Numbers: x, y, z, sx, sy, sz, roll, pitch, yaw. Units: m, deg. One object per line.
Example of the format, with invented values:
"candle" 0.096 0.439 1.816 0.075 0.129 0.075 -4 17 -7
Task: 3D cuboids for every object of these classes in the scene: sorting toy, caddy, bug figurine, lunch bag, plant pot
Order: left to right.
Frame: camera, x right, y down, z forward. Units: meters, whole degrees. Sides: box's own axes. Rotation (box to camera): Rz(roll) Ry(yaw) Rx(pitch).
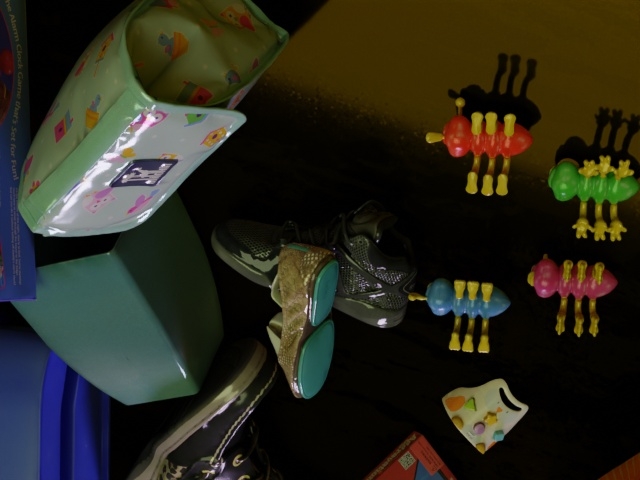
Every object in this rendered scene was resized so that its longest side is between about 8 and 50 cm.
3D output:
"caddy" -0.372 0.249 1.706 0.179 0.241 0.341 0 87 12
"plant pot" -0.217 0.063 1.614 0.165 0.166 0.234 -12 125 26
"lunch bag" -0.175 -0.130 1.399 0.160 0.262 0.223 43 125 -10
"sorting toy" 0.194 0.196 1.627 0.075 0.045 0.083 -40 104 16
"bug figurine" 0.206 -0.012 1.457 0.216 0.072 0.279 8 120 7

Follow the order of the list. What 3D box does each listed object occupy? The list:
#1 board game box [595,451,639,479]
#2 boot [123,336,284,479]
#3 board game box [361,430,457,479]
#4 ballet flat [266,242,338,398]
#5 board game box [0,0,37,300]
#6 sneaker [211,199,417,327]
"board game box" 0.453 0.434 1.486 0.356 0.356 0.356 41 126 -10
"boot" -0.071 0.297 1.723 0.284 0.138 0.377 36 131 -4
"board game box" 0.144 0.379 1.710 0.281 0.145 0.027 53 167 -17
"ballet flat" -0.022 0.080 1.517 0.067 0.073 0.206 28 133 24
"board game box" -0.384 -0.109 1.413 0.078 0.233 0.347 -3 87 23
"sneaker" 0.000 0.000 1.535 0.227 0.087 0.130 21 125 2
